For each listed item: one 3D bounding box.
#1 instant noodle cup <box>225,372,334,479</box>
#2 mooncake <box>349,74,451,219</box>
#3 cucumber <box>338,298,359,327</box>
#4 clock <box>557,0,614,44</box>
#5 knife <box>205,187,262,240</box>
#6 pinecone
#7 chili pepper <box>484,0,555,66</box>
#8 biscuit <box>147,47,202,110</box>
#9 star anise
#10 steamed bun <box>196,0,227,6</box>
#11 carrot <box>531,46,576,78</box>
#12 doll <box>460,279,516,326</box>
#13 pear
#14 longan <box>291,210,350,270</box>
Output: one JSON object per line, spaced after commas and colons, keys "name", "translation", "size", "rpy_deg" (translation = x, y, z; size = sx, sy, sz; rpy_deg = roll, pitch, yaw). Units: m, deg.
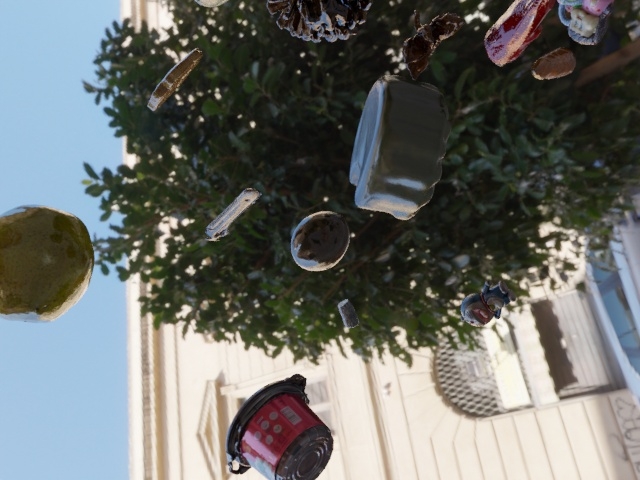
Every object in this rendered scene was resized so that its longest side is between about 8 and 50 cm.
{"name": "instant noodle cup", "translation": [-0.084, 0.508, 1.438], "size": [0.258, 0.181, 0.303], "rpy_deg": [28, -90, -48]}
{"name": "mooncake", "translation": [0.192, -0.231, 1.415], "size": [0.187, 0.351, 0.351], "rpy_deg": [11, -133, -5]}
{"name": "cucumber", "translation": [0.113, 0.295, 2.304], "size": [0.064, 0.064, 0.112], "rpy_deg": [-38, -70, -60]}
{"name": "clock", "translation": [0.741, -0.662, 1.584], "size": [0.194, 0.100, 0.196], "rpy_deg": [-115, 21, -44]}
{"name": "knife", "translation": [-0.304, -0.092, 1.956], "size": [0.089, 0.365, 0.043], "rpy_deg": [-3, -113, -36]}
{"name": "pinecone", "translation": [-0.020, -0.897, 2.027], "size": [0.397, 0.397, 0.398], "rpy_deg": [38, -141, -41]}
{"name": "chili pepper", "translation": [0.484, -0.522, 1.396], "size": [0.387, 0.110, 0.110], "rpy_deg": [126, 124, -80]}
{"name": "biscuit", "translation": [-0.407, -0.442, 1.571], "size": [0.035, 0.249, 0.184], "rpy_deg": [44, -115, -16]}
{"name": "star anise", "translation": [0.282, -0.531, 1.510], "size": [0.111, 0.196, 0.212], "rpy_deg": [27, -174, -16]}
{"name": "steamed bun", "translation": [-0.278, -0.817, 1.539], "size": [0.233, 0.312, 0.334], "rpy_deg": [44, -109, -10]}
{"name": "carrot", "translation": [0.548, -0.414, 1.360], "size": [0.205, 0.072, 0.072], "rpy_deg": [-30, -84, -46]}
{"name": "doll", "translation": [0.424, 0.166, 1.470], "size": [0.114, 0.152, 0.085], "rpy_deg": [46, -152, -13]}
{"name": "pear", "translation": [-0.695, 0.064, 1.385], "size": [0.294, 0.294, 0.294], "rpy_deg": [38, -141, -41]}
{"name": "longan", "translation": [0.000, 0.000, 1.864], "size": [0.198, 0.212, 0.198], "rpy_deg": [33, -178, -1]}
